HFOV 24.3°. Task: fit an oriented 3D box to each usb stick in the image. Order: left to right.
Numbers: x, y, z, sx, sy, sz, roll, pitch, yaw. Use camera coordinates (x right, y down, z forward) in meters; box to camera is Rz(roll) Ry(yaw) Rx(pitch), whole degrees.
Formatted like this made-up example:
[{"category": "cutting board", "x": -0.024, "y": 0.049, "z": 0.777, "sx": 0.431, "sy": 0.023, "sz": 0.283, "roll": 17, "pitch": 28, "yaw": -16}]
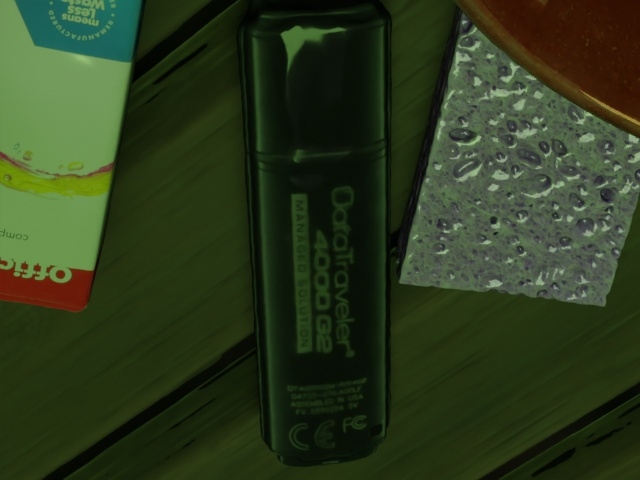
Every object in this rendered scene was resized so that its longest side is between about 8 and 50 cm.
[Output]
[{"category": "usb stick", "x": 0.000, "y": 0.000, "z": 0.790, "sx": 0.077, "sy": 0.045, "sz": 0.278, "roll": -6, "pitch": 119, "yaw": -7}]

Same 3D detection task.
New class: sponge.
[{"category": "sponge", "x": 0.116, "y": -0.064, "z": 0.765, "sx": 0.117, "sy": 0.031, "sz": 0.210, "roll": 8, "pitch": 118, "yaw": -7}]

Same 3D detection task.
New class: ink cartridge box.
[{"category": "ink cartridge box", "x": -0.166, "y": -0.052, "z": 0.734, "sx": 0.134, "sy": 0.078, "sz": 0.231, "roll": 10, "pitch": 119, "yaw": -7}]

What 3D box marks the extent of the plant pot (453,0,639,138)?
[{"category": "plant pot", "x": 0.201, "y": -0.195, "z": 0.529, "sx": 0.272, "sy": 0.272, "sz": 0.265, "roll": 30, "pitch": 70, "yaw": -17}]
